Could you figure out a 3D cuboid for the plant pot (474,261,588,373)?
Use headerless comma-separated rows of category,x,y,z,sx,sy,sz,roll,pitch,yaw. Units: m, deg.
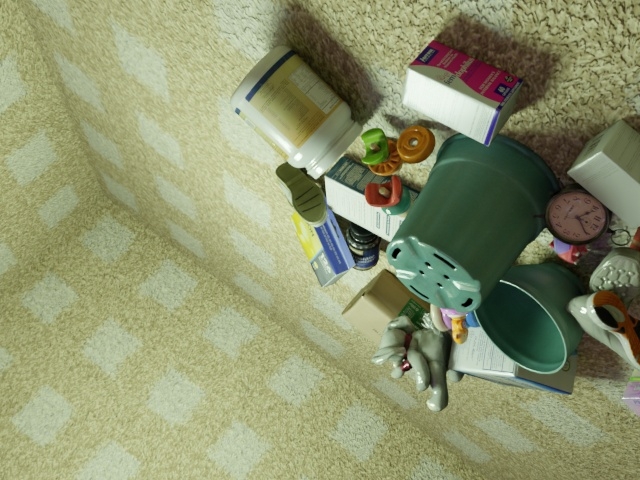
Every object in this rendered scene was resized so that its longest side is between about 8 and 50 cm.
plant pot,0.585,0.178,1.557,0.293,0.196,0.293,43,153,28

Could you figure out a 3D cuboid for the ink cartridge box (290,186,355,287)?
ink cartridge box,0.000,0.000,2.111,0.303,0.072,0.307,66,163,10

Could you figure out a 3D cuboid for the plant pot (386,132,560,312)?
plant pot,0.352,-0.027,1.411,0.341,0.334,0.341,31,155,16

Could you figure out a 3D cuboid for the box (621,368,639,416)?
box,0.874,0.312,1.365,0.117,0.243,0.213,44,155,-8

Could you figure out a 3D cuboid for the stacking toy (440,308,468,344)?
stacking toy,0.396,0.164,1.713,0.166,0.175,0.301,-5,100,40

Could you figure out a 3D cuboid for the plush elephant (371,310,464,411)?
plush elephant,0.313,0.391,1.985,0.256,0.272,0.329,-7,109,32

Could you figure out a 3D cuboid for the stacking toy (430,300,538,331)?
stacking toy,0.513,0.208,1.782,0.331,0.141,0.141,-7,131,35

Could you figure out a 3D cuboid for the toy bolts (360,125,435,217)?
toy bolts,0.221,-0.175,1.541,0.218,0.228,0.158,-8,159,31

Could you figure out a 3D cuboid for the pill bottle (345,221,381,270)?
pill bottle,0.147,0.003,2.002,0.123,0.122,0.219,30,154,19

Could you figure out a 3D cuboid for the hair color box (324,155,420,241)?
hair color box,0.185,-0.106,1.782,0.347,0.105,0.173,30,154,21

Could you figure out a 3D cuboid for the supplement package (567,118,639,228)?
supplement package,0.608,-0.129,1.152,0.179,0.105,0.105,41,155,0

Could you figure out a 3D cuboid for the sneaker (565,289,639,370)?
sneaker,0.696,0.214,1.387,0.262,0.099,0.121,45,160,-12

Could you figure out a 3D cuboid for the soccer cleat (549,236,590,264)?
soccer cleat,0.588,-0.042,1.368,0.095,0.083,0.248,39,159,39

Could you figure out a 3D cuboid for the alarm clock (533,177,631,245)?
alarm clock,0.568,-0.047,1.240,0.192,0.064,0.129,35,128,18

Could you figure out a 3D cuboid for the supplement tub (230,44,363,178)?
supplement tub,-0.061,-0.342,1.579,0.316,0.228,0.228,43,155,-8

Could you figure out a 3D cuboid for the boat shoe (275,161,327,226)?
boat shoe,-0.053,-0.145,1.975,0.302,0.113,0.103,60,176,39

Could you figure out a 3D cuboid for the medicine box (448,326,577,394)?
medicine box,0.606,0.377,1.848,0.264,0.149,0.289,21,165,-26

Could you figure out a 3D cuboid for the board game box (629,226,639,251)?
board game box,0.819,0.044,1.246,0.281,0.027,0.145,26,151,28

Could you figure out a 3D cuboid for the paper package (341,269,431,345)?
paper package,0.282,0.301,2.268,0.325,0.168,0.309,39,156,3

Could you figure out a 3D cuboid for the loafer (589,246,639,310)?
loafer,0.708,0.102,1.394,0.112,0.111,0.319,20,153,24

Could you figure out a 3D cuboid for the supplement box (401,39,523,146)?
supplement box,0.300,-0.319,1.253,0.220,0.111,0.114,30,154,19
